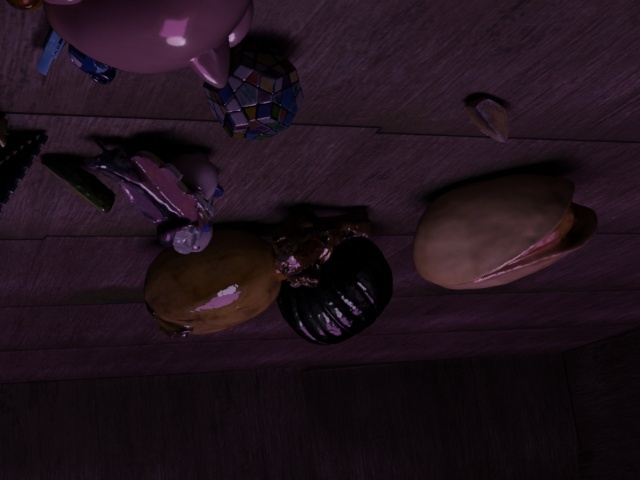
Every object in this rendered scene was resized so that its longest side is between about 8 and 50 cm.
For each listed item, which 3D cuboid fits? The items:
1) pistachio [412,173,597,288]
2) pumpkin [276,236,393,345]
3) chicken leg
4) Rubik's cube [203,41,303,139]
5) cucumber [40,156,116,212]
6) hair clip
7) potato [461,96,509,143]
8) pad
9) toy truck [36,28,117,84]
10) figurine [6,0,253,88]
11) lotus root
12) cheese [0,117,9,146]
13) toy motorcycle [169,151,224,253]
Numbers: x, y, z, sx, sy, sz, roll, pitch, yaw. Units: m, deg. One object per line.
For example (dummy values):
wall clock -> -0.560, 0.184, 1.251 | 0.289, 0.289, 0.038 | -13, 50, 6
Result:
pistachio -> 0.290, -0.009, 1.710 | 0.299, 0.188, 0.187 | -18, 161, 31
pumpkin -> 0.024, 0.086, 1.885 | 0.220, 0.220, 0.162 | -20, 120, 41
chicken leg -> -0.004, -0.006, 1.746 | 0.196, 0.125, 0.080 | -43, -160, -30
Rubik's cube -> -0.074, -0.164, 1.158 | 0.093, 0.111, 0.111 | -30, 172, -18
cucumber -> -0.324, -0.081, 1.409 | 0.107, 0.035, 0.067 | 39, 173, -16
hair clip -> -0.227, -0.069, 1.389 | 0.187, 0.056, 0.146 | 40, 149, -29
potato -> 0.220, -0.169, 1.390 | 0.037, 0.036, 0.093 | 28, 173, 45
pad -> -0.467, -0.001, 1.326 | 0.012, 0.269, 0.269 | 41, 138, -25
toy truck -> -0.237, -0.193, 1.054 | 0.074, 0.063, 0.136 | 21, 157, -19
figurine -> -0.176, -0.233, 0.797 | 0.186, 0.176, 0.287 | 2, 169, 46
lotus root -> -0.153, 0.061, 1.810 | 0.309, 0.183, 0.183 | -17, 163, 13
cheese -> -0.396, -0.132, 1.234 | 0.060, 0.041, 0.084 | 16, 169, -39
toy motorcycle -> -0.201, -0.055, 1.515 | 0.112, 0.112, 0.254 | -4, 158, -11
